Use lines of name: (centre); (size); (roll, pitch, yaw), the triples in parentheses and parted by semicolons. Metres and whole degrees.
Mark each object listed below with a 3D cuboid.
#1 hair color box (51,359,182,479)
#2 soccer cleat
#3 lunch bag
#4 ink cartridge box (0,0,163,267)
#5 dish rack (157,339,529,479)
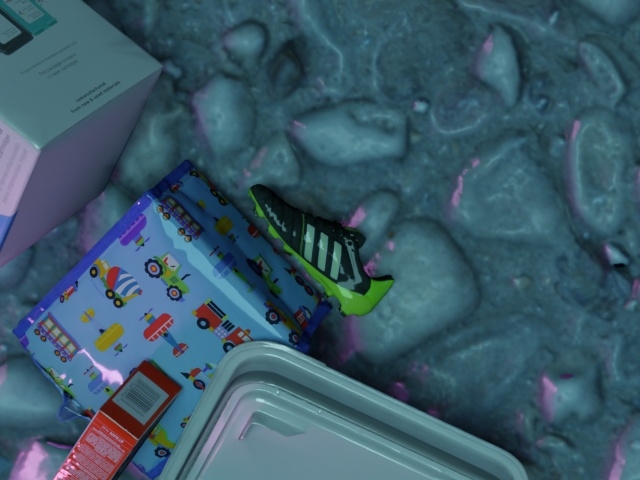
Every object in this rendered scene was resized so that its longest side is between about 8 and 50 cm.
hair color box: (-0.212, 0.206, 1.470); (0.053, 0.093, 0.167); (39, 129, 1)
soccer cleat: (0.000, 0.000, 1.498); (0.072, 0.060, 0.179); (-43, 98, 2)
lunch bag: (-0.174, 0.102, 1.509); (0.221, 0.138, 0.293); (46, 111, -4)
ink cartridge box: (-0.337, -0.148, 1.401); (0.270, 0.197, 0.198); (39, 132, 7)
dish rack: (0.012, 0.268, 1.462); (0.333, 0.072, 0.285); (25, 125, -5)
